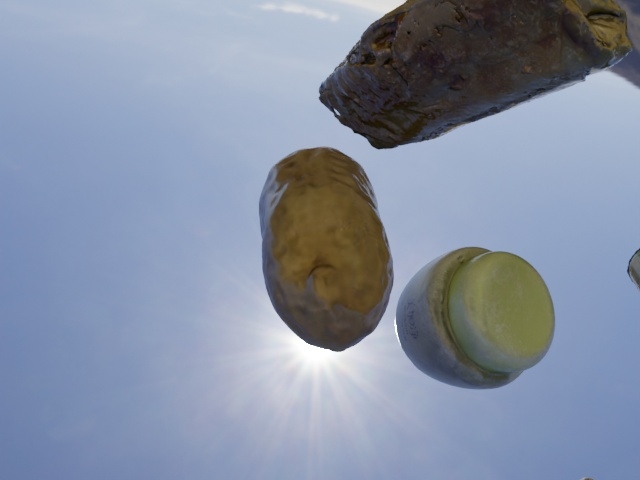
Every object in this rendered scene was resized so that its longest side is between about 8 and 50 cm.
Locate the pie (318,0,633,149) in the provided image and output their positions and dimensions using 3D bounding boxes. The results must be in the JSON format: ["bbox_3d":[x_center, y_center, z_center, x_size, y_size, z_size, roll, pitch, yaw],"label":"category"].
[{"bbox_3d":[0.101,-0.140,0.487,0.128,0.068,0.282,36,162,-19],"label":"pie"}]

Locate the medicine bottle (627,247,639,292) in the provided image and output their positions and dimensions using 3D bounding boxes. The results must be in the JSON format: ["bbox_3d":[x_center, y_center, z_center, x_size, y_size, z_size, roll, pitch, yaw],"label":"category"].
[{"bbox_3d":[0.531,0.143,0.835,0.108,0.108,0.426,11,-149,-1],"label":"medicine bottle"}]

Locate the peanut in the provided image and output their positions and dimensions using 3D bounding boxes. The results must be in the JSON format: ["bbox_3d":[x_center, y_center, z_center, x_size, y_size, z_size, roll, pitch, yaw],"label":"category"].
[{"bbox_3d":[0.000,0.000,0.839,0.169,0.192,0.387,-1,-152,-3],"label":"peanut"}]

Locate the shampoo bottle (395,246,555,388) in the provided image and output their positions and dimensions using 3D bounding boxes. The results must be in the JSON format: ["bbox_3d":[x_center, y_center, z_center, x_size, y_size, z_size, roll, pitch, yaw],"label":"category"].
[{"bbox_3d":[0.345,0.179,1.452,0.322,0.323,0.317,-5,168,-30],"label":"shampoo bottle"}]

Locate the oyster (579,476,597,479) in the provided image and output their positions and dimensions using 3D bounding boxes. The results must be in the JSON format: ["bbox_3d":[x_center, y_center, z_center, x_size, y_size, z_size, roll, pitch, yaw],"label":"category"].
[{"bbox_3d":[0.425,0.477,1.056,0.081,0.191,0.163,9,-143,-14],"label":"oyster"}]
